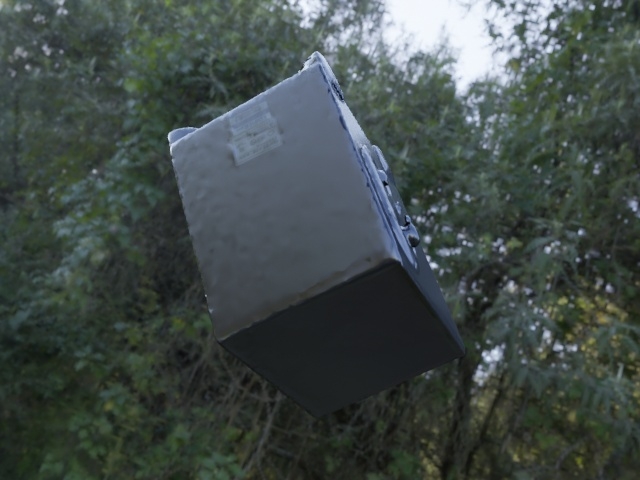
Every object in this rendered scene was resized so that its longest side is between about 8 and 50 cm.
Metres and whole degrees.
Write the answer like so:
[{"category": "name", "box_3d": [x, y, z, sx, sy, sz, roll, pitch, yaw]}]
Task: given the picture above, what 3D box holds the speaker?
[{"category": "speaker", "box_3d": [0.000, 0.000, 0.808, 0.184, 0.254, 0.232, -26, -34, 9]}]
